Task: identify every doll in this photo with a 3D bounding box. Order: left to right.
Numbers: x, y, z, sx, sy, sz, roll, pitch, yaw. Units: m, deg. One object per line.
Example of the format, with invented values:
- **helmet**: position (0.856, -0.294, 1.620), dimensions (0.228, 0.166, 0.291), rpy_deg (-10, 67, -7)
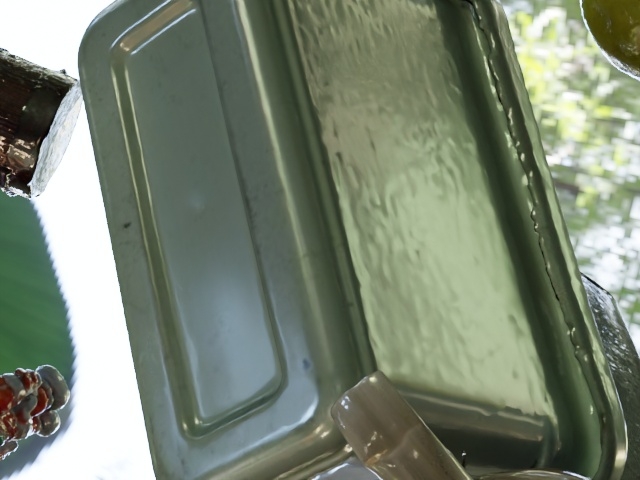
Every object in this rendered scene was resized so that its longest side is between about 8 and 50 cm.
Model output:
- **doll**: position (-0.229, 0.112, 1.065), dimensions (0.180, 0.079, 0.094), rpy_deg (-9, -43, -43)

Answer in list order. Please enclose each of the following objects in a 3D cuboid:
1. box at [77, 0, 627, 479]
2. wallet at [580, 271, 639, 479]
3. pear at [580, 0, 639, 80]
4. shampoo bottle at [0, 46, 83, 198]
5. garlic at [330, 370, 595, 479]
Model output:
- **box**: position (0.000, 0.000, 0.861), dimensions (0.182, 0.175, 0.312), rpy_deg (17, -128, -48)
- **wallet**: position (0.171, 0.100, 1.121), dimensions (0.045, 0.318, 0.172), rpy_deg (-41, -60, 19)
- **pear**: position (0.258, -0.177, 1.193), dimensions (0.162, 0.149, 0.149), rpy_deg (-36, -56, 18)
- **shampoo bottle**: position (-0.294, -0.114, 0.978), dimensions (0.323, 0.084, 0.129), rpy_deg (23, -56, 1)
- **garlic**: position (0.064, 0.140, 0.715), dimensions (0.194, 0.127, 0.131), rpy_deg (45, -101, -8)
